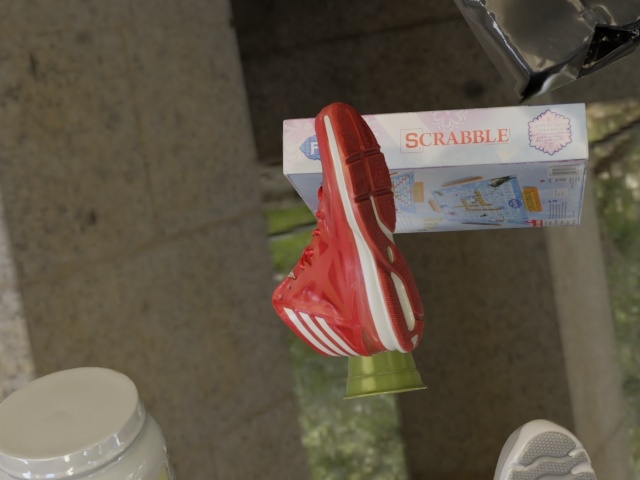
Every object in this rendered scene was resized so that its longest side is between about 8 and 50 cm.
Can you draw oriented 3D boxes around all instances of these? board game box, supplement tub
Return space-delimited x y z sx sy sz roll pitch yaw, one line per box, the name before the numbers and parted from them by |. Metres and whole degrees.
board game box | 0.139 -0.073 1.597 0.318 0.066 0.319 -2 168 8
supplement tub | -0.303 0.357 1.866 0.235 0.325 0.235 -9 -151 5

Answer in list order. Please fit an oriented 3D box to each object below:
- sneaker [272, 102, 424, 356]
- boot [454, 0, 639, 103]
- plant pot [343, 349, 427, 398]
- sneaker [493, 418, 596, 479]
sneaker | 0.000 0.000 1.213 0.128 0.221 0.087 -14 180 27
boot | 0.274 -0.422 1.609 0.367 0.445 0.146 -32 158 4
plant pot | 0.058 0.112 1.384 0.083 0.079 0.083 -8 172 -1
sneaker | 0.193 0.267 1.336 0.105 0.281 0.115 -12 -142 -11
